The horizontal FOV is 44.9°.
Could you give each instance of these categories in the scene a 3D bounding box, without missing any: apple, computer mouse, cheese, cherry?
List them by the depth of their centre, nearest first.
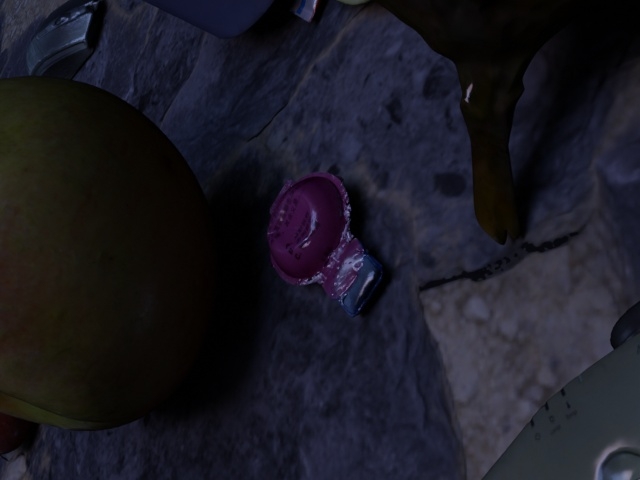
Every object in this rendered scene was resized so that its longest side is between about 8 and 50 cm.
[{"bbox_3d":[0.000,0.000,0.596,0.095,0.038,0.145,-59,43,18],"label":"cheese"},{"bbox_3d":[-0.240,0.008,0.684,0.319,0.319,0.277,-16,49,49],"label":"apple"},{"bbox_3d":[-0.414,0.214,0.994,0.106,0.086,0.126,-18,63,43],"label":"cherry"},{"bbox_3d":[-0.440,-0.335,1.302,0.231,0.071,0.126,-28,53,42],"label":"computer mouse"}]

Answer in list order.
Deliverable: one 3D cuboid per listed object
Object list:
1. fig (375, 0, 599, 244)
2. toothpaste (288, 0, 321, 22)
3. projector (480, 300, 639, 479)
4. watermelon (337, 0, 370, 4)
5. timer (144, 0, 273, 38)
[{"bbox_3d":[0.104,-0.175,0.413,0.286,0.286,0.369,7,110,54],"label":"fig"},{"bbox_3d":[0.022,-0.296,0.717,0.048,0.031,0.191,45,113,48],"label":"toothpaste"},{"bbox_3d":[0.173,0.108,0.274,0.269,0.088,0.194,-43,43,32],"label":"projector"},{"bbox_3d":[0.036,-0.267,0.630,0.135,0.094,0.125,-64,28,1],"label":"watermelon"},{"bbox_3d":[-0.102,-0.417,0.811,0.395,0.173,0.395,-26,56,45],"label":"timer"}]
